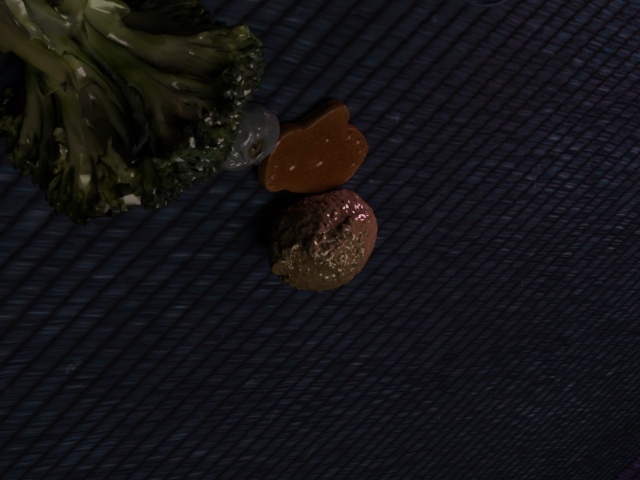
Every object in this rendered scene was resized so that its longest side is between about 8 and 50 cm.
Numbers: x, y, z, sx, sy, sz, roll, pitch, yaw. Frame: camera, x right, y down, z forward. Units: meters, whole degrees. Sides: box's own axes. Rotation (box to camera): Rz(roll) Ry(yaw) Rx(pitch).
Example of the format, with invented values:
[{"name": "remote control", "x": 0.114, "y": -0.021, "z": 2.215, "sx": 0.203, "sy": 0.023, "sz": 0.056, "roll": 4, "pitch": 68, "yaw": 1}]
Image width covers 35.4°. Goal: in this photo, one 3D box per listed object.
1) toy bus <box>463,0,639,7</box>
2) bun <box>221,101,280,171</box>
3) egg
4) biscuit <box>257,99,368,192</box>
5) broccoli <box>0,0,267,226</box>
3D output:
[{"name": "toy bus", "x": 0.214, "y": -0.344, "z": 0.898, "sx": 0.294, "sy": 0.197, "sz": 0.231, "roll": 2, "pitch": 115, "yaw": 9}, {"name": "bun", "x": -0.077, "y": -0.105, "z": 1.040, "sx": 0.083, "sy": 0.045, "sz": 0.083, "roll": -27, "pitch": 145, "yaw": -21}, {"name": "egg", "x": 0.000, "y": 0.000, "z": 1.156, "sx": 0.140, "sy": 0.116, "sz": 0.118, "roll": -38, "pitch": 166, "yaw": -11}, {"name": "biscuit", "x": -0.004, "y": -0.105, "z": 1.123, "sx": 0.140, "sy": 0.023, "sz": 0.118, "roll": 3, "pitch": 124, "yaw": -42}, {"name": "broccoli", "x": -0.222, "y": -0.178, "z": 0.766, "sx": 0.221, "sy": 0.252, "sz": 0.361, "roll": -46, "pitch": 108, "yaw": -1}]
